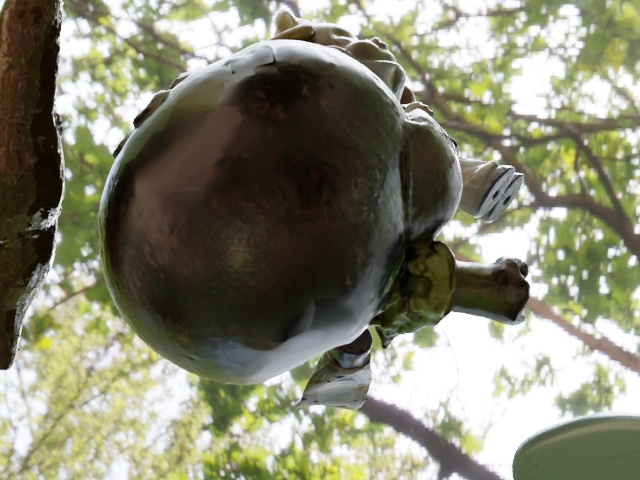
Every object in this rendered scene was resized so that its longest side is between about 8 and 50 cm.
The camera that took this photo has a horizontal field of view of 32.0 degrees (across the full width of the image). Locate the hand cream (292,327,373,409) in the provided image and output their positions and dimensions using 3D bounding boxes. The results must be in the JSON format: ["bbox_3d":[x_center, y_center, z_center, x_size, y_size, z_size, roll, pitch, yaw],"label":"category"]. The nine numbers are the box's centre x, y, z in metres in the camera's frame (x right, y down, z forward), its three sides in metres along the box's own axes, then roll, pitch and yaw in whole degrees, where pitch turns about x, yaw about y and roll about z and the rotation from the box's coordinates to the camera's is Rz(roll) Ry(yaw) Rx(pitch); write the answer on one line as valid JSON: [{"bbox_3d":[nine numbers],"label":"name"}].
[{"bbox_3d":[0.015,0.125,1.003,0.062,0.163,0.039,0,-122,-10],"label":"hand cream"}]

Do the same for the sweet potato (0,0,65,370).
[{"bbox_3d":[-0.187,-0.047,0.692,0.067,0.273,0.067,11,-161,-4],"label":"sweet potato"}]

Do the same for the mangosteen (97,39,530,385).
[{"bbox_3d":[0.000,0.000,0.731,0.289,0.231,0.231,28,-118,2],"label":"mangosteen"}]

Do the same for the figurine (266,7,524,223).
[{"bbox_3d":[0.054,-0.105,1.025,0.274,0.194,0.133,32,-78,-1],"label":"figurine"}]

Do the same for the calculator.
[{"bbox_3d":[0.163,0.150,0.657,0.021,0.153,0.095,-25,-94,-48],"label":"calculator"}]
